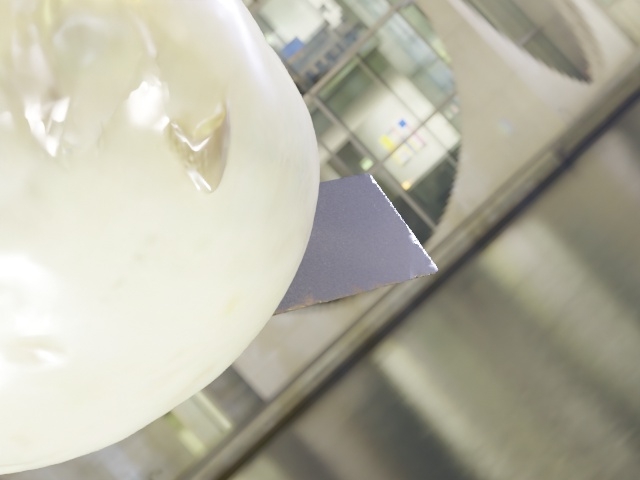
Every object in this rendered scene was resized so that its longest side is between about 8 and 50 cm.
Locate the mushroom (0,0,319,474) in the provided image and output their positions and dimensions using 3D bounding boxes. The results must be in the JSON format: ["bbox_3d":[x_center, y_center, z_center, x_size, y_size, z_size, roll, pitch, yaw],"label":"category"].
[{"bbox_3d":[-0.159,-0.067,0.666,0.314,0.336,0.314,-7,-37,-5],"label":"mushroom"}]

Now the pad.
[{"bbox_3d":[0.000,0.000,1.304,0.211,0.143,0.003,-12,-36,-34],"label":"pad"}]
